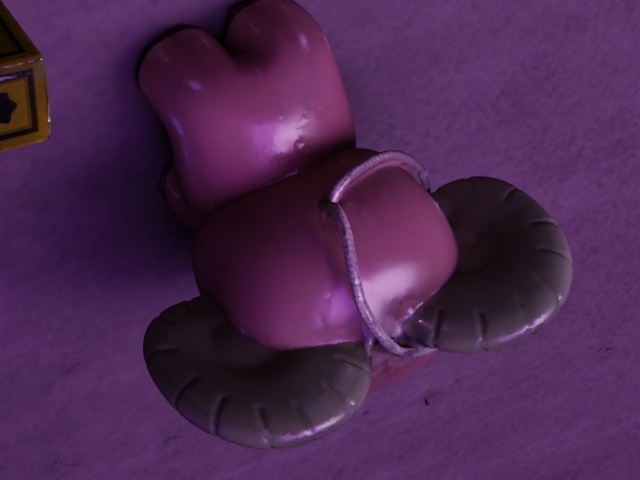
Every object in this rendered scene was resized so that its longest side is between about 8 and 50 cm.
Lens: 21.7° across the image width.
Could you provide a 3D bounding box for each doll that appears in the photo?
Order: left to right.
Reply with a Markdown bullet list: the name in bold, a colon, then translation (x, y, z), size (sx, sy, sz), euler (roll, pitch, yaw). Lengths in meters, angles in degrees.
- **doll**: translation (0.000, 0.000, 1.095), size (0.284, 0.268, 0.216), euler (-26, 135, -16)

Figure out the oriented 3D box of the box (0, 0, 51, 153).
- **box**: translation (-0.278, -0.089, 0.934), size (0.220, 0.141, 0.064), euler (-18, 130, -23)
